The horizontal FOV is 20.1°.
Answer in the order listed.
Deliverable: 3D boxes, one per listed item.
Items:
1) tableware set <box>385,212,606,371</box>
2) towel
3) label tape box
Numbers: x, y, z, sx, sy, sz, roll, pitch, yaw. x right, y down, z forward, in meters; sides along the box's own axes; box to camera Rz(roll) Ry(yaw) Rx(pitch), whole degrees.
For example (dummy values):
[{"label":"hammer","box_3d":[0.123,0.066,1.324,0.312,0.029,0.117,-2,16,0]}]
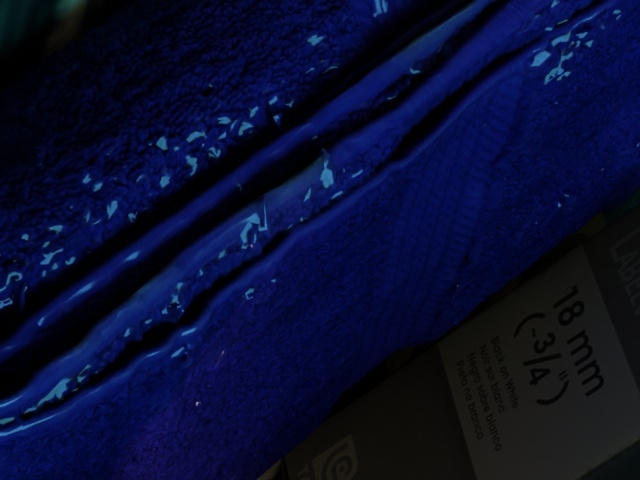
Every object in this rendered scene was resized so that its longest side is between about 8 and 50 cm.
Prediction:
[{"label":"tableware set","box_3d":[0.081,0.049,0.792,0.128,0.039,0.194,-31,152,-34]},{"label":"towel","box_3d":[0.000,0.000,0.524,0.308,0.076,0.228,-36,154,-25]},{"label":"label tape box","box_3d":[0.190,0.085,0.711,0.333,0.106,0.240,-36,130,21]}]
